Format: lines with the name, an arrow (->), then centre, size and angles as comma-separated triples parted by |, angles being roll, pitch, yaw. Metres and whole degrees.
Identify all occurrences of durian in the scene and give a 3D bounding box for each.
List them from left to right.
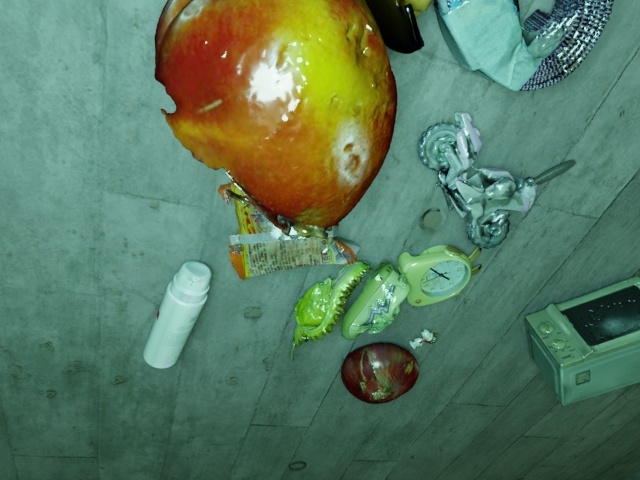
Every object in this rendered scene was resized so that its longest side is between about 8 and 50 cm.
durian -> 0.002, 0.190, 1.070 | 0.375, 0.132, 0.107 | -50, 160, 20

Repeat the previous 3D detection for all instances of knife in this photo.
knife -> 0.500, -0.134, 0.981 | 0.248, 0.018, 0.035 | -28, 128, 13

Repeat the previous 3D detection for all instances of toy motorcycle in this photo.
toy motorcycle -> 0.359, -0.140, 0.890 | 0.188, 0.143, 0.327 | -35, 109, 6

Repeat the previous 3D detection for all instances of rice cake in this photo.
rice cake -> 0.000, 0.000, 0.989 | 0.207, 0.036, 0.047 | 17, 106, -19

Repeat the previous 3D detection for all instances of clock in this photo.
clock -> 0.333, 0.083, 1.083 | 0.232, 0.069, 0.169 | -16, 126, 1

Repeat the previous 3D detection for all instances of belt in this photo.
belt -> 0.343, -0.414, 0.684 | 0.260, 0.122, 0.325 | -32, 126, 21

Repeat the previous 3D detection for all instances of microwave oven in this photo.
microwave oven -> 0.854, 0.307, 1.236 | 0.355, 0.218, 0.286 | -23, 127, 8

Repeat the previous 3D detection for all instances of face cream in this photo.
face cream -> -0.368, 0.190, 1.032 | 0.102, 0.101, 0.345 | 19, 120, -21

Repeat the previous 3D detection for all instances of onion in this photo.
onion -> 0.188, 0.428, 1.270 | 0.249, 0.161, 0.248 | -4, 148, -3

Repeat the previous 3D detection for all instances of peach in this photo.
peach -> -0.049, -0.204, 0.646 | 0.354, 0.338, 0.416 | -8, 131, -2

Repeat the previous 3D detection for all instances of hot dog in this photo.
hot dog -> 0.102, -0.458, 0.579 | 0.107, 0.194, 0.325 | -31, 123, -1

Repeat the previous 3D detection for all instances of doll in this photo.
doll -> 0.329, 0.317, 1.273 | 0.058, 0.040, 0.085 | 28, 114, -11

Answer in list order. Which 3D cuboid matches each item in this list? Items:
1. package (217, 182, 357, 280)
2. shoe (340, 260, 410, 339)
package -> -0.072, -0.033, 0.890 | 0.289, 0.108, 0.223 | -9, 97, -3
shoe -> 0.138, 0.177, 1.054 | 0.140, 0.128, 0.262 | -19, 140, -51
